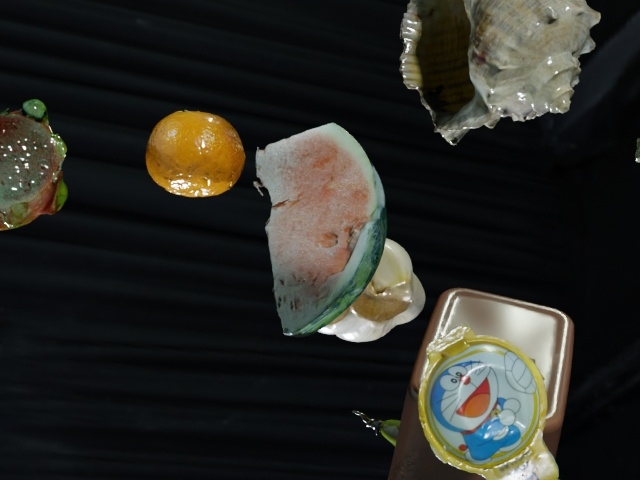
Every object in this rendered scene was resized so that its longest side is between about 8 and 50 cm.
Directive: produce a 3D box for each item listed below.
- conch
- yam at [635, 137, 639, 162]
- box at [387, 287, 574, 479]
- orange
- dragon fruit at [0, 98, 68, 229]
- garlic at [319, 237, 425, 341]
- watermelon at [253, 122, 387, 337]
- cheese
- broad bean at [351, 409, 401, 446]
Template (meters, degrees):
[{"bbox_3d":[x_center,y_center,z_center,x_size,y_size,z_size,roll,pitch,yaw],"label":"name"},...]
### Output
[{"bbox_3d":[0.155,-0.186,1.064,0.178,0.163,0.245,-36,-124,10],"label":"conch"},{"bbox_3d":[0.537,-0.143,1.781,0.043,0.094,0.043,-1,90,-70],"label":"yam"},{"bbox_3d":[0.248,0.256,1.743,0.339,0.239,0.229,-61,160,-58],"label":"box"},{"bbox_3d":[-0.238,-0.166,2.177,0.193,0.193,0.161,156,-61,-70],"label":"orange"},{"bbox_3d":[-0.619,-0.143,2.221,0.295,0.268,0.130,-57,-176,-29],"label":"dragon fruit"},{"bbox_3d":[0.042,0.076,1.948,0.203,0.281,0.185,61,-38,42],"label":"garlic"},{"bbox_3d":[0.000,0.000,1.640,0.224,0.180,0.305,120,-32,-54],"label":"watermelon"},{"bbox_3d":[0.221,0.235,1.435,0.270,0.177,0.069,62,-16,1],"label":"cheese"},{"bbox_3d":[0.179,0.387,1.990,0.325,0.075,0.067,42,-21,46],"label":"broad bean"}]
